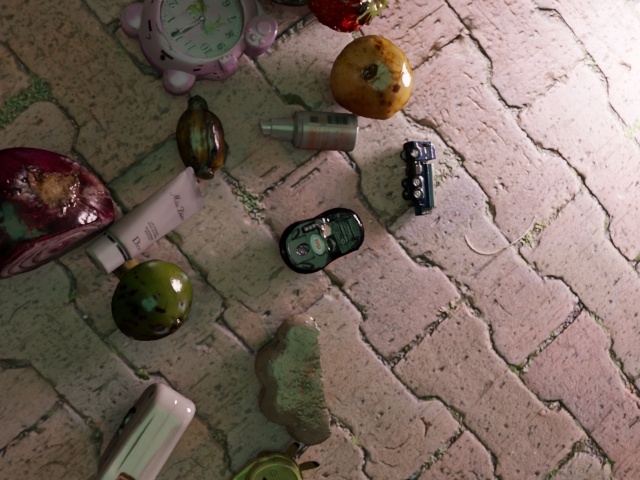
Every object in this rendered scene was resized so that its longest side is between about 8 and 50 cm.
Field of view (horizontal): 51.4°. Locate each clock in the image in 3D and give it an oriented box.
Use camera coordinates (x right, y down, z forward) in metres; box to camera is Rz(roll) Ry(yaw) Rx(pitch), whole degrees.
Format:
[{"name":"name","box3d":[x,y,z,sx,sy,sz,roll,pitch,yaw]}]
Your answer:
[{"name":"clock","box3d":[-0.301,-0.536,1.645,0.322,0.113,0.296,-36,98,-9]},{"name":"clock","box3d":[-0.117,0.624,1.715,0.232,0.069,0.170,-44,100,-7]}]

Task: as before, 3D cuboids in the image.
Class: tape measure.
[{"name":"tape measure","box3d":[-0.414,0.461,1.549,0.130,0.265,0.258,35,73,-13]}]

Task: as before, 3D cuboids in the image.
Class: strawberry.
[{"name":"strawberry","box3d":[0.054,-0.673,1.674,0.257,0.257,0.277,-44,80,-9]}]

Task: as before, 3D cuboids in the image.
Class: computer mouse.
[{"name":"computer mouse","box3d":[0.000,0.000,1.727,0.233,0.096,0.137,-19,100,-16]}]

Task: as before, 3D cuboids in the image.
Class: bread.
[{"name":"bread","box3d":[-0.073,0.361,1.709,0.183,0.102,0.338,-8,91,-13]}]

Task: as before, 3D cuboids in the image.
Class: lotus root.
[{"name":"lotus root","box3d":[-0.297,-0.255,1.649,0.120,0.120,0.210,-6,91,-13]}]

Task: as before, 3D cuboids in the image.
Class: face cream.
[{"name":"face cream","box3d":[-0.033,-0.284,1.714,0.251,0.101,0.101,1,90,-12]},{"name":"face cream","box3d":[-0.414,-0.043,1.591,0.089,0.143,0.314,31,60,31]}]

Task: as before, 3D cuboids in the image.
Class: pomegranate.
[{"name":"pomegranate","box3d":[0.130,-0.410,1.704,0.215,0.215,0.216,0,90,-13]},{"name":"pomegranate","box3d":[-0.421,0.125,1.599,0.202,0.202,0.248,-45,69,-9]}]

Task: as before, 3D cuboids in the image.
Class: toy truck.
[{"name":"toy truck","box3d":[0.272,-0.168,1.798,0.088,0.074,0.202,-5,92,-18]}]

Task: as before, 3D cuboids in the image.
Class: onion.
[{"name":"onion","box3d":[-0.652,-0.078,1.483,0.336,0.282,0.260,-31,86,-40]}]

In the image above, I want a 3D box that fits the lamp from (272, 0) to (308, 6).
[{"name":"lamp","box3d":[-0.117,-0.648,1.652,0.101,0.101,0.250,-44,60,-9]}]
